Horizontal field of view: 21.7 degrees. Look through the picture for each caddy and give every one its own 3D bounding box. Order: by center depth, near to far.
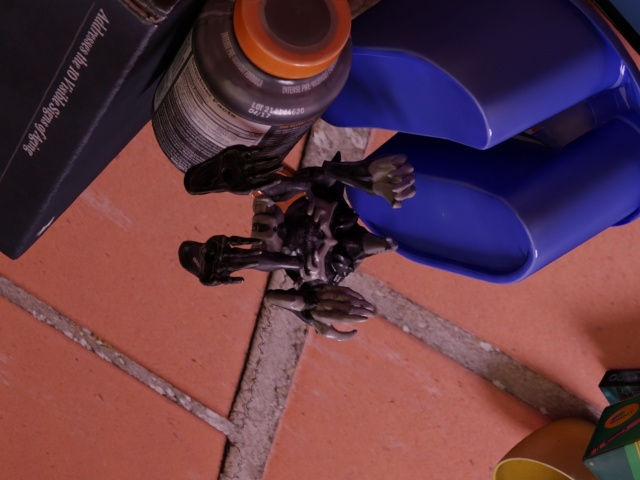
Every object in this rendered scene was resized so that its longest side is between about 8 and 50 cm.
[{"bbox_3d":[0.141,-0.107,1.416,0.341,0.179,0.241,16,135,57],"label":"caddy"}]

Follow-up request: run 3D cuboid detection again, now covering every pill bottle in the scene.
[{"bbox_3d":[-0.052,-0.138,1.366,0.130,0.130,0.246,40,156,-4],"label":"pill bottle"}]

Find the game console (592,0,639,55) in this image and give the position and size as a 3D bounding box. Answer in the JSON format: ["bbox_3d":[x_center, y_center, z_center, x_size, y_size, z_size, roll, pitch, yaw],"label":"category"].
[{"bbox_3d":[0.261,-0.225,1.251,0.144,0.085,0.124,46,146,-13],"label":"game console"}]

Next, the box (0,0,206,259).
[{"bbox_3d":[-0.315,-0.306,1.502,0.472,0.297,0.480,42,146,-2],"label":"box"}]

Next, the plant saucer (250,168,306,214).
[{"bbox_3d":[-0.042,-0.051,1.813,0.083,0.013,0.083,25,145,18],"label":"plant saucer"}]

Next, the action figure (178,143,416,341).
[{"bbox_3d":[0.000,0.000,1.383,0.141,0.164,0.276,10,-179,29],"label":"action figure"}]

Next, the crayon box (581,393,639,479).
[{"bbox_3d":[0.410,0.201,1.595,0.165,0.081,0.278,44,138,-14],"label":"crayon box"}]

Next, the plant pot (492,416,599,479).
[{"bbox_3d":[0.267,0.247,1.809,0.134,0.095,0.134,25,146,19],"label":"plant pot"}]

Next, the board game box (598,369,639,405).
[{"bbox_3d":[0.381,0.206,1.715,0.126,0.026,0.186,-6,127,45],"label":"board game box"}]
